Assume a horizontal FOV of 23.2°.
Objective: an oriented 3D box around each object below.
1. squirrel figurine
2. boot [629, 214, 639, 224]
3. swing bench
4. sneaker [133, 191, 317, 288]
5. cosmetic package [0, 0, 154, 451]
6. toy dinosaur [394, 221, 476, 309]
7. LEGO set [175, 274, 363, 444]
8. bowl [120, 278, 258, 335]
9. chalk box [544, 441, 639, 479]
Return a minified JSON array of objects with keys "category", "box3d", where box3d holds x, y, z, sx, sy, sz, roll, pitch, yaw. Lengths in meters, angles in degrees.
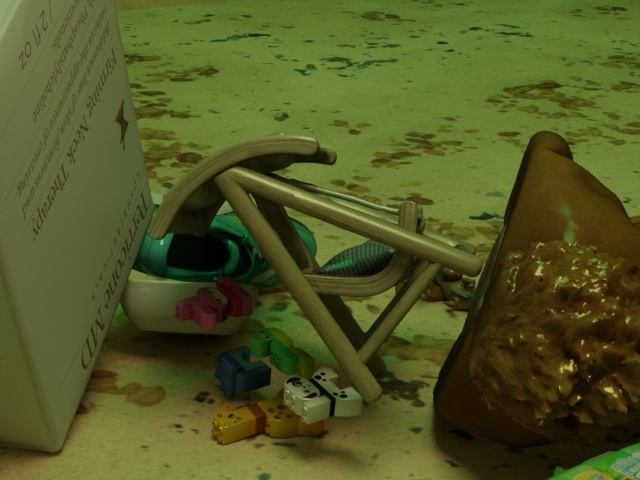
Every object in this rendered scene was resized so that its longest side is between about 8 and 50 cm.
[{"category":"squirrel figurine","box3d":[0.313,0.100,1.313,0.371,0.281,0.397,21,6,2]},{"category":"boot","box3d":[0.391,0.018,1.756,0.284,0.109,0.220,3,19,8]},{"category":"swing bench","box3d":[0.000,0.000,1.434,0.255,0.165,0.253,38,4,2]},{"category":"sneaker","box3d":[-0.105,0.016,1.667,0.275,0.107,0.110,3,15,-44]},{"category":"cosmetic package","box3d":[-0.365,-0.075,1.372,0.328,0.393,0.329,5,46,10]},{"category":"toy dinosaur","box3d":[0.138,0.043,1.759,0.112,0.064,0.211,11,22,-34]},{"category":"LEGO set","box3d":[-0.067,0.131,1.433,0.093,0.087,0.227,-15,35,-32]},{"category":"bowl","box3d":[-0.136,0.069,1.591,0.142,0.053,0.142,4,-5,-1]},{"category":"chalk box","box3d":[0.234,0.233,1.116,0.132,0.132,0.213,-13,24,-37]}]
